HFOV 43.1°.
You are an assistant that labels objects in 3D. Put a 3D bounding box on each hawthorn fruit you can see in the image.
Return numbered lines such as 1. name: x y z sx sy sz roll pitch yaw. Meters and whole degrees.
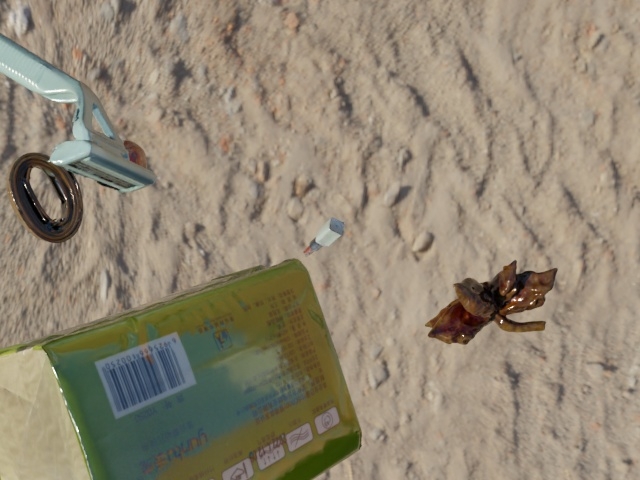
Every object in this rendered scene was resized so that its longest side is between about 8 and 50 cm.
1. hawthorn fruit: -0.299 -0.126 1.227 0.067 0.103 0.066 0 67 0

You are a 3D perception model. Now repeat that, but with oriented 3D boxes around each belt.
1. belt: -0.246 -0.039 0.728 0.059 0.036 0.083 -28 104 -24

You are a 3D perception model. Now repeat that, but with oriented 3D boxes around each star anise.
1. star anise: 0.255 0.102 1.269 0.196 0.212 0.111 -2 78 -39

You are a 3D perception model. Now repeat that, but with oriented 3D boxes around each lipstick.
1. lipstick: 0.000 0.000 1.278 0.025 0.107 0.025 25 55 -18

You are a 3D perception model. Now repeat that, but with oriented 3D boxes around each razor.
1. razor: -0.249 -0.140 0.640 0.278 0.111 0.056 39 93 14

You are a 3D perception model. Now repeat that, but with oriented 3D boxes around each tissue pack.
1. tissue pack: -0.126 0.149 0.710 0.275 0.167 0.200 -18 90 -48
